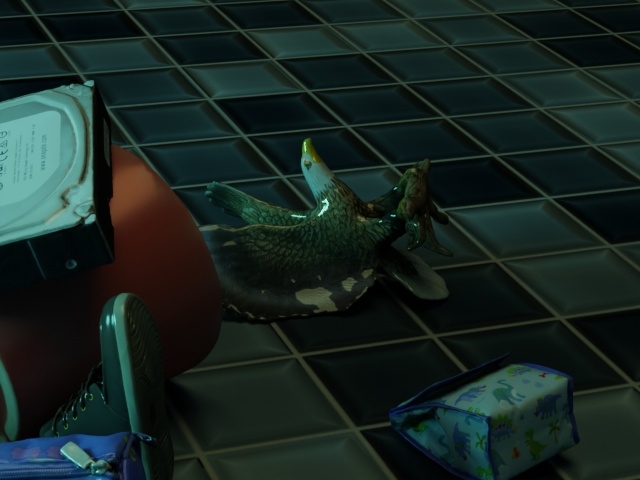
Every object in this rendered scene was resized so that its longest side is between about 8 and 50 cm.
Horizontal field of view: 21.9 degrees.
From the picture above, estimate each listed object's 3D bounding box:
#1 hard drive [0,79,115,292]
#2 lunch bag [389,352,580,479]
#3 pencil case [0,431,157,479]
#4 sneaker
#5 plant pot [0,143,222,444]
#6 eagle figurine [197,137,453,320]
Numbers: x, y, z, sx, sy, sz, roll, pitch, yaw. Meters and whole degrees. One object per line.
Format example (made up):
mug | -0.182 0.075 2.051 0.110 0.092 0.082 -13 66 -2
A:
hard drive | -0.366 -0.030 1.572 0.339 0.064 0.237 -15 39 5
lunch bag | 0.163 0.173 1.665 0.129 0.096 0.151 -18 18 -34
pencil case | -0.297 0.226 1.440 0.306 0.133 0.119 1 49 -3
sneaker | -0.208 0.147 1.519 0.118 0.222 0.083 3 29 12
plant pot | -0.274 0.070 1.659 0.275 0.275 0.243 22 42 36
eagle figurine | -0.003 -0.011 1.988 0.298 0.225 0.226 -21 -26 17
